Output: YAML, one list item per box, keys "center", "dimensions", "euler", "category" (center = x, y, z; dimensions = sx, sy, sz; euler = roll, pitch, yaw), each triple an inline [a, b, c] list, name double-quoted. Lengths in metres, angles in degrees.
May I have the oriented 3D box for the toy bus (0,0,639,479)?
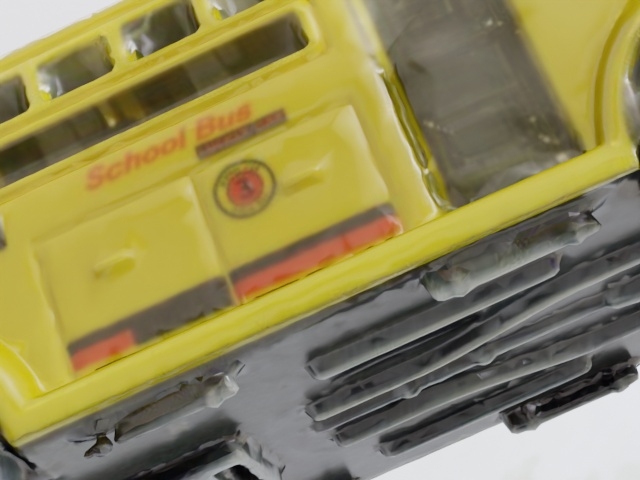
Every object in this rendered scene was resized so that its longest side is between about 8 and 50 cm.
- center: [0.000, 0.000, 0.408]
  dimensions: [0.330, 0.144, 0.152]
  euler: [-24, -116, 5]
  category: "toy bus"
